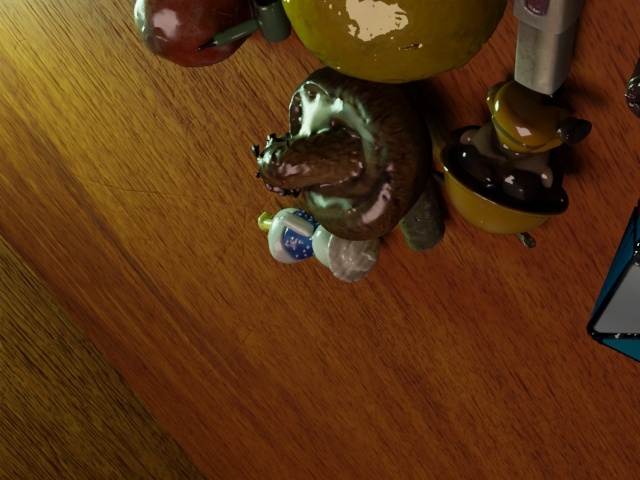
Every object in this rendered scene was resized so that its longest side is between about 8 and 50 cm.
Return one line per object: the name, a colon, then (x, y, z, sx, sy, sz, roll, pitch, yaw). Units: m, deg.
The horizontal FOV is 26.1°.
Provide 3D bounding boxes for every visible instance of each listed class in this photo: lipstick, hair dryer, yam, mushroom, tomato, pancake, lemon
lipstick: (0.281, -0.290, 1.699, 0.079, 0.077, 0.253, 28, 152, 21)
hair dryer: (-0.120, -0.320, 2.092, 0.047, 0.150, 0.071, -120, 9, -45)
yam: (0.152, -0.060, 2.216, 0.078, 0.078, 0.179, 18, 146, 36)
mushroom: (0.040, -0.134, 2.075, 0.283, 0.195, 0.263, 1, 98, 24)
tomato: (-0.211, -0.356, 2.141, 0.181, 0.155, 0.214, 14, 143, 33)
pancake: (0.245, -0.048, 2.076, 0.190, 0.020, 0.184, 36, -174, 9)
lemon: (0.093, -0.316, 1.703, 0.284, 0.260, 0.260, 12, 147, 11)

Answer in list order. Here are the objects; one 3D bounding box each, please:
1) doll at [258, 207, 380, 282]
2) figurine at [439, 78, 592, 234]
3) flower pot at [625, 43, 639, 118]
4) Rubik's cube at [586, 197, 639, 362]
doll: (0.000, 0.000, 2.467, 0.293, 0.119, 0.138, 15, 153, 49)
figurine: (0.260, -0.114, 1.901, 0.192, 0.167, 0.257, 43, 154, 24)
flower pot: (0.415, -0.192, 1.664, 0.111, 0.089, 0.111, 30, 152, 18)
Rubik's cube: (0.500, 0.025, 1.699, 0.250, 0.248, 0.246, 26, 152, 9)
